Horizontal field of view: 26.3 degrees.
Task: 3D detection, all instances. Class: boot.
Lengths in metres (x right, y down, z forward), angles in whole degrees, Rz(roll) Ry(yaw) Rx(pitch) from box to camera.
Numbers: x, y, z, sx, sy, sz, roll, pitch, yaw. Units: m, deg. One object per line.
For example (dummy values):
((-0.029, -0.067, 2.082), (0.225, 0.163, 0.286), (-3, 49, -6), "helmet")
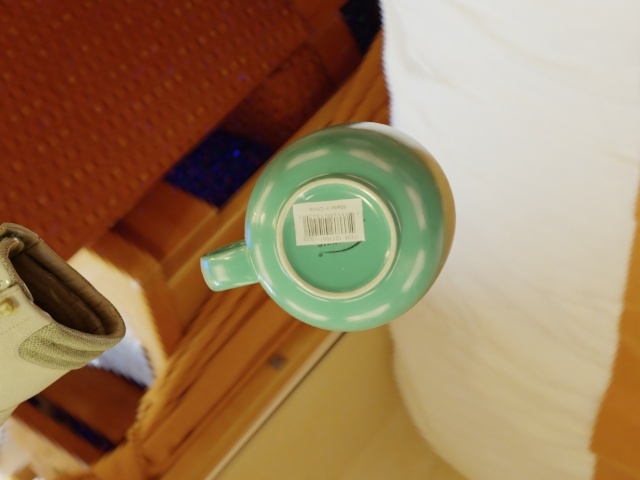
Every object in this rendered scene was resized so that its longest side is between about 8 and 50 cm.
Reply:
((-0.225, 0.047, 0.714), (0.213, 0.165, 0.077), (32, -150, -45), "boot")

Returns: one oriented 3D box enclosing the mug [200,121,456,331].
((0.009, 0.002, 0.867), (0.129, 0.158, 0.097), (39, -168, 3), "mug")
